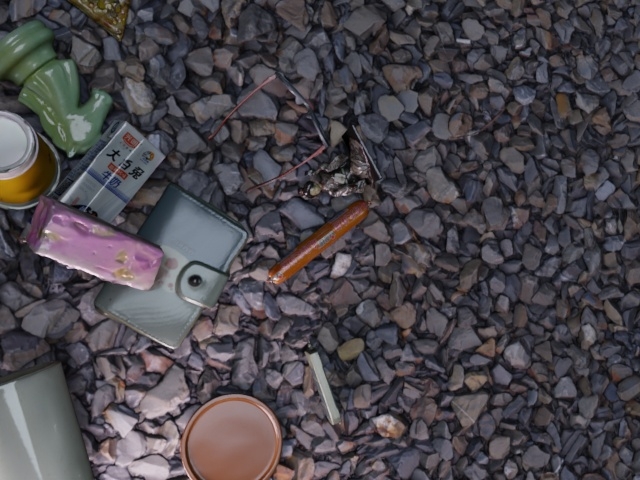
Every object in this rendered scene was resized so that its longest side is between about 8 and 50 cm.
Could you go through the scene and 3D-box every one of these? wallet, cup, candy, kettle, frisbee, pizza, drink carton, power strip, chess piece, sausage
[{"bbox_3d":[-0.348,0.067,1.474,0.252,0.083,0.361,30,81,-4],"label":"wallet"},{"bbox_3d":[-0.668,-0.177,1.313,0.196,0.279,0.197,3,81,-19],"label":"cup"},{"bbox_3d":[-0.483,0.010,1.303,0.265,0.155,0.116,28,82,-37],"label":"candy"},{"bbox_3d":[-0.644,0.449,1.309,0.264,0.205,0.318,-19,93,-17],"label":"kettle"},{"bbox_3d":[-0.216,0.502,1.503,0.250,0.021,0.251,1,87,-14],"label":"frisbee"},{"bbox_3d":[-0.533,-0.574,1.497,0.184,0.036,0.176,-10,88,-14],"label":"pizza"},{"bbox_3d":[-0.512,-0.122,1.413,0.315,0.106,0.130,-53,126,-12],"label":"drink carton"},{"bbox_3d":[0.003,0.358,1.538,0.029,0.080,0.227,-19,90,-10],"label":"power strip"},{"bbox_3d":[-0.609,-0.342,1.417,0.175,0.175,0.298,-43,109,-13],"label":"chess piece"},{"bbox_3d":[0.000,0.000,1.577,0.347,0.053,0.053,-38,95,-14],"label":"sausage"}]

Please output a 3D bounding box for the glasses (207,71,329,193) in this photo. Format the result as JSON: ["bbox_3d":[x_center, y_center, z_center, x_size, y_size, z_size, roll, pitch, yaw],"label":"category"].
[{"bbox_3d":[-0.131,-0.276,1.576,0.268,0.118,0.234,-34,96,6],"label":"glasses"}]

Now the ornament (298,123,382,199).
[{"bbox_3d":[0.031,-0.166,1.561,0.196,0.153,0.166,-30,92,-5],"label":"ornament"}]
